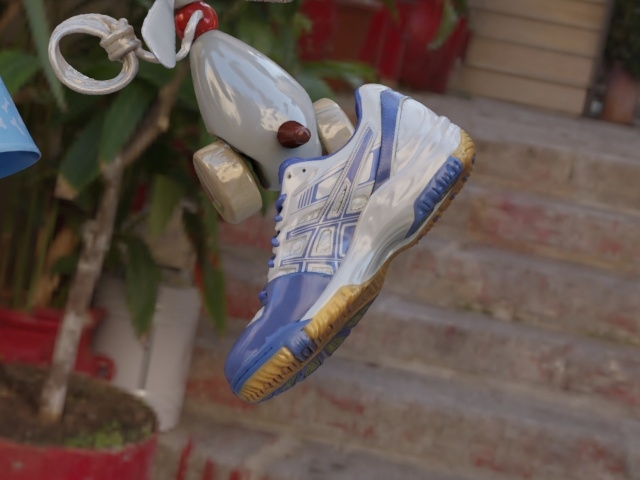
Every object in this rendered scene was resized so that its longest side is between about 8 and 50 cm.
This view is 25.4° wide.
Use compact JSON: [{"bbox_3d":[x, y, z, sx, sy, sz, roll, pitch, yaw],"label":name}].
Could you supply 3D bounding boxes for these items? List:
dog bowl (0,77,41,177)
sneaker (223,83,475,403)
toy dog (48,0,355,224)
[{"bbox_3d":[-0.351,-0.057,1.002,0.297,0.074,0.166,-14,-2,-4],"label":"dog bowl"},{"bbox_3d":[0.000,0.000,1.212,0.131,0.296,0.112,37,-10,11],"label":"sneaker"},{"bbox_3d":[-0.088,-0.173,1.368,0.333,0.220,0.161,41,-17,-4],"label":"toy dog"}]
